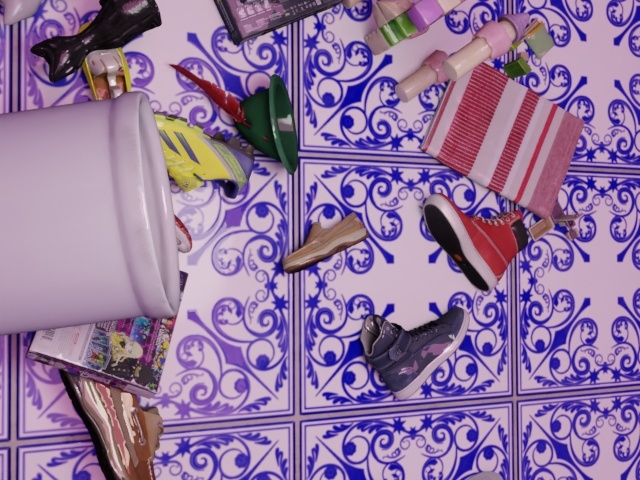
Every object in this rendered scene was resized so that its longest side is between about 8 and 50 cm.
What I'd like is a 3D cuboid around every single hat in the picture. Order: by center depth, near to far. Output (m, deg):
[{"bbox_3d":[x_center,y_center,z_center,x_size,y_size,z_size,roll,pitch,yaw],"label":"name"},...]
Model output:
[{"bbox_3d":[-0.150,-0.208,1.424,0.183,0.173,0.209,-8,77,10],"label":"hat"}]

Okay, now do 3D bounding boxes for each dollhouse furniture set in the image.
[{"bbox_3d":[0.458,-0.415,1.683,0.152,0.058,0.076,-46,106,-18],"label":"dollhouse furniture set"},{"bbox_3d":[0.516,-0.022,1.684,0.114,0.081,0.091,-32,101,-21],"label":"dollhouse furniture set"}]

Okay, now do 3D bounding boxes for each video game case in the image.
[{"bbox_3d":[-0.342,0.118,1.286,0.210,0.042,0.232,23,53,-21],"label":"video game case"}]

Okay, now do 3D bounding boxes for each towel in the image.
[{"bbox_3d":[0.387,-0.218,1.655,0.329,0.037,0.237,26,80,-15],"label":"towel"}]

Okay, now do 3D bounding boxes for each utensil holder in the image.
[{"bbox_3d":[-0.417,-0.028,1.111,0.385,0.327,0.328,-7,91,-5],"label":"utensil holder"}]

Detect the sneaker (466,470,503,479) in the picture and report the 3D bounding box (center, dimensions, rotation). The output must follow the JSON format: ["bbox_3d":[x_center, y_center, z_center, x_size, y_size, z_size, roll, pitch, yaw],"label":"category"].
[{"bbox_3d":[0.301,0.616,1.575,0.296,0.104,0.147,-56,136,-33],"label":"sneaker"}]

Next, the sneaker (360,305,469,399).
[{"bbox_3d":[0.181,0.177,1.534,0.226,0.086,0.163,-46,108,-16],"label":"sneaker"}]

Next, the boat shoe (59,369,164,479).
[{"bbox_3d":[-0.317,0.318,1.301,0.119,0.122,0.324,-25,98,-28],"label":"boat shoe"}]

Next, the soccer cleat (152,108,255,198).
[{"bbox_3d":[-0.234,-0.143,1.327,0.289,0.093,0.121,16,95,-42],"label":"soccer cleat"}]

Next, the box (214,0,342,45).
[{"bbox_3d":[-0.091,-0.490,1.452,0.232,0.059,0.183,-28,99,-21],"label":"box"}]

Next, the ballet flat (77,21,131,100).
[{"bbox_3d":[-0.353,-0.263,1.324,0.077,0.077,0.231,-14,94,-21],"label":"ballet flat"}]

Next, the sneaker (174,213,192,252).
[{"bbox_3d":[-0.321,-0.036,1.338,0.225,0.088,0.093,30,94,-18],"label":"sneaker"}]

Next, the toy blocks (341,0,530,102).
[{"bbox_3d":[0.227,-0.465,1.466,0.260,0.288,0.309,-36,100,-13],"label":"toy blocks"}]

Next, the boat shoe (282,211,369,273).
[{"bbox_3d":[0.000,0.000,1.481,0.190,0.068,0.072,-25,86,-32],"label":"boat shoe"}]

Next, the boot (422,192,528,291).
[{"bbox_3d":[0.325,-0.040,1.605,0.176,0.088,0.244,-47,114,-18],"label":"boot"}]

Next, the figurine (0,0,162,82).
[{"bbox_3d":[-0.406,-0.382,1.276,0.209,0.092,0.215,-38,77,-15],"label":"figurine"}]
